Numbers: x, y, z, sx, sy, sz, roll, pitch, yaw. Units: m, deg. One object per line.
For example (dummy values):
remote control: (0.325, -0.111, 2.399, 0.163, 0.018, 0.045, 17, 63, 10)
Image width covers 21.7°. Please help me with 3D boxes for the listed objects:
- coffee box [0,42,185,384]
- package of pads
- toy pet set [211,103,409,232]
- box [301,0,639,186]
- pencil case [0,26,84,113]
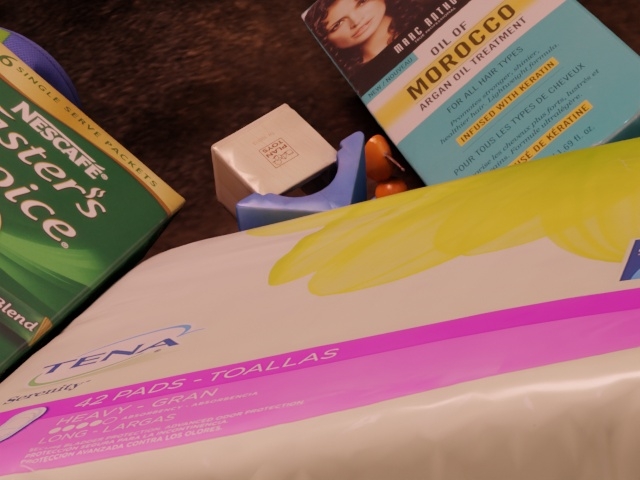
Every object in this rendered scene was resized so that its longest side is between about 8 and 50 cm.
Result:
coffee box: (-0.136, -0.005, 0.610, 0.113, 0.040, 0.184, 41, 31, 2)
package of pads: (0.034, 0.053, 0.525, 0.296, 0.101, 0.229, -12, 15, 21)
toy pet set: (0.000, 0.000, 0.696, 0.122, 0.114, 0.065, -32, 57, -21)
box: (0.077, -0.069, 0.743, 0.100, 0.060, 0.244, -40, 33, 6)
pencil case: (-0.178, 0.021, 0.689, 0.119, 0.133, 0.306, -12, 36, 11)
